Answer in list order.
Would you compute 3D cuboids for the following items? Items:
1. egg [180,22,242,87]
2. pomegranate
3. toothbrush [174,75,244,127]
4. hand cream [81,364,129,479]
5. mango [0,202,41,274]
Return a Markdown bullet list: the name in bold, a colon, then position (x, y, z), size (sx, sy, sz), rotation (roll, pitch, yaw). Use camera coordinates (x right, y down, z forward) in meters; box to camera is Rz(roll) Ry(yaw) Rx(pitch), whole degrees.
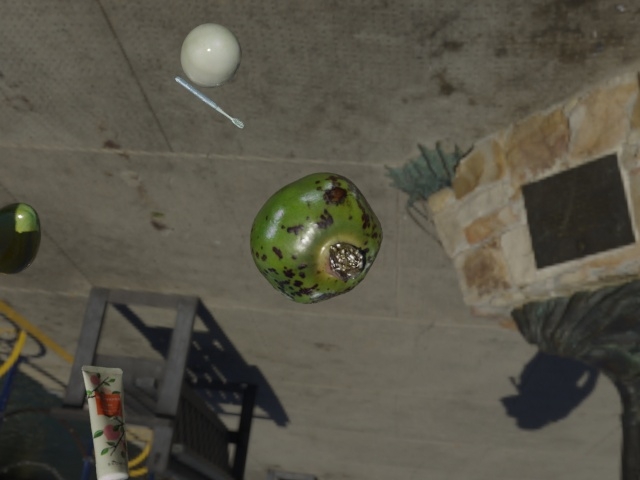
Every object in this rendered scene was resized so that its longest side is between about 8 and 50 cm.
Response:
- **egg**: position (-0.278, -0.462, 1.983), size (0.151, 0.151, 0.209), rotation (12, 167, -13)
- **pomegranate**: position (0.000, 0.000, 1.469), size (0.254, 0.254, 0.270), rotation (22, -175, -31)
- **toothbrush**: position (-0.294, -0.367, 2.087), size (0.220, 0.016, 0.019), rotation (36, 167, -9)
- **hand cream**: position (-0.364, 0.320, 1.347), size (0.080, 0.233, 0.050), rotation (16, 135, -41)
- **mango**: position (-0.699, -0.007, 1.788), size (0.130, 0.092, 0.194), rotation (40, 121, -4)
